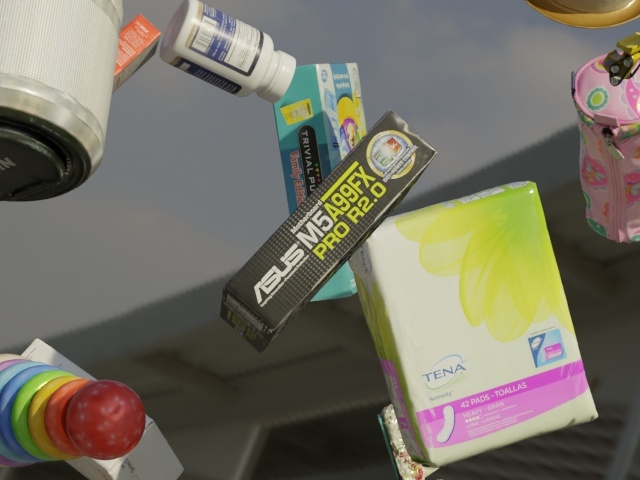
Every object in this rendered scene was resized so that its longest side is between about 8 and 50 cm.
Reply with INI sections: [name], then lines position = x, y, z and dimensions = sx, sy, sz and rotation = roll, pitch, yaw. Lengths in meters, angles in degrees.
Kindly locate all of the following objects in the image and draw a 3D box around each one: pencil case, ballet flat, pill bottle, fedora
[pencil case]
position = 0.376, -0.110, 2.046
dimensions = 0.124, 0.124, 0.284
rotation = 17, -27, 22
[ballet flat]
position = 0.144, 0.340, 2.361
dimensions = 0.077, 0.241, 0.091
rotation = -15, 20, -2
[pill bottle]
position = -0.122, -0.250, 2.221
dimensions = 0.169, 0.094, 0.094
rotation = 25, -13, -20
[fedora]
position = 0.322, -0.346, 1.990
dimensions = 0.194, 0.194, 0.079
rotation = 19, -26, 12

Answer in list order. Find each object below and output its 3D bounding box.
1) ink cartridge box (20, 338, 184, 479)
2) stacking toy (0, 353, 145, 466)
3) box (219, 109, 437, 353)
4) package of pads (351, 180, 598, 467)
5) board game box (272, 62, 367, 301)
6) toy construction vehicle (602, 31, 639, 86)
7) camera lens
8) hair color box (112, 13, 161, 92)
[ink cartridge box]
position = -0.374, 0.308, 2.689
dimensions = 0.273, 0.115, 0.198
rotation = 31, -20, 27
[stacking toy]
position = -0.303, 0.204, 1.931
dimensions = 0.141, 0.141, 0.330
rotation = 30, -20, -31
[box]
position = 0.000, 0.000, 1.533
dimensions = 0.060, 0.216, 0.270
rotation = 42, -8, 2
[package of pads]
position = 0.172, 0.100, 1.934
dimensions = 0.229, 0.296, 0.101
rotation = -15, 2, -13
[board game box]
position = 0.016, -0.094, 2.467
dimensions = 0.079, 0.336, 0.254
rotation = -8, 5, 15
[toy construction vehicle]
position = 0.280, -0.184, 1.382
dimensions = 0.035, 0.086, 0.098
rotation = 47, -40, 17
[camera lens]
position = -0.324, -0.193, 1.732
dimensions = 0.219, 0.274, 0.219
rotation = 4, -27, 2
[hair color box]
position = -0.278, -0.232, 2.200
dimensions = 0.043, 0.141, 0.072
rotation = 42, -21, 2
